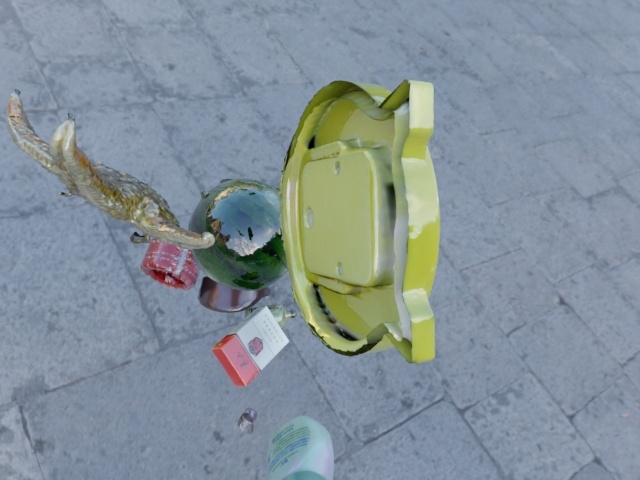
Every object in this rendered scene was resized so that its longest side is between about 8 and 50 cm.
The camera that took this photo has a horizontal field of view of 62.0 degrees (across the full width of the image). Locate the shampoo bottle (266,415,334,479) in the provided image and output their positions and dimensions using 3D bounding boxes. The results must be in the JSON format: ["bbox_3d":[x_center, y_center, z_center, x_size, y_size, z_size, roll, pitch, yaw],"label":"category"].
[{"bbox_3d":[-0.053,0.659,1.482,0.151,0.222,0.349,50,6,-17],"label":"shampoo bottle"}]

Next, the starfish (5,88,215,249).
[{"bbox_3d":[-0.177,-0.049,0.412,0.247,0.138,0.050,22,73,48],"label":"starfish"}]

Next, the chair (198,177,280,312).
[{"bbox_3d":[-0.239,0.028,1.649,0.227,0.226,0.400,13,81,-16],"label":"chair"}]

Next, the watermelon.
[{"bbox_3d":[-0.161,-0.014,1.137,0.243,0.242,0.242,14,47,-15],"label":"watermelon"}]

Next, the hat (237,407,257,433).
[{"bbox_3d":[-0.227,0.570,1.696,0.058,0.087,0.042,13,17,24],"label":"hat"}]

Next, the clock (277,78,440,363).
[{"bbox_3d":[0.039,-0.021,0.555,0.071,0.276,0.293,-3,11,-26],"label":"clock"}]

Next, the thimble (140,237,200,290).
[{"bbox_3d":[-0.437,0.064,1.583,0.163,0.189,0.124,16,67,0],"label":"thimble"}]

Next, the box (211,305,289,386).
[{"bbox_3d":[-0.147,0.224,1.140,0.100,0.048,0.152,58,44,-10],"label":"box"}]

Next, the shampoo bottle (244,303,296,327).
[{"bbox_3d":[-0.156,0.244,1.697,0.162,0.079,0.079,-8,52,-2],"label":"shampoo bottle"}]
